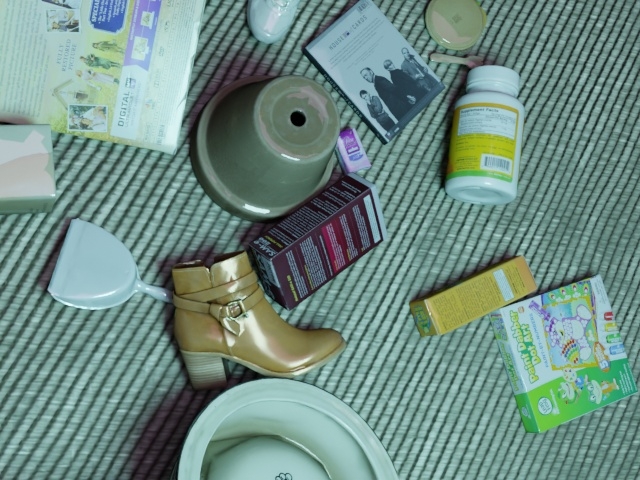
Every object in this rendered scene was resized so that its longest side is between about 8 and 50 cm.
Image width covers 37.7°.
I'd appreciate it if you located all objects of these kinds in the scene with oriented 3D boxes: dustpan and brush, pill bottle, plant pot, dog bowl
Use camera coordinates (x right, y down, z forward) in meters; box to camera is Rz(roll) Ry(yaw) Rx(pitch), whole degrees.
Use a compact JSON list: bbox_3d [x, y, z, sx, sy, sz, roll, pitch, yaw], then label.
[{"bbox_3d":[-0.332,0.063,1.567,0.211,0.060,0.147,17,63,-10],"label":"dustpan and brush"},{"bbox_3d":[0.319,-0.202,1.796,0.136,0.136,0.245,13,77,-18],"label":"pill bottle"},{"bbox_3d":[-0.075,-0.176,1.601,0.263,0.229,0.263,3,81,-19],"label":"plant pot"},{"bbox_3d":[-0.067,0.431,1.477,0.408,0.150,0.408,19,50,-24],"label":"dog bowl"}]

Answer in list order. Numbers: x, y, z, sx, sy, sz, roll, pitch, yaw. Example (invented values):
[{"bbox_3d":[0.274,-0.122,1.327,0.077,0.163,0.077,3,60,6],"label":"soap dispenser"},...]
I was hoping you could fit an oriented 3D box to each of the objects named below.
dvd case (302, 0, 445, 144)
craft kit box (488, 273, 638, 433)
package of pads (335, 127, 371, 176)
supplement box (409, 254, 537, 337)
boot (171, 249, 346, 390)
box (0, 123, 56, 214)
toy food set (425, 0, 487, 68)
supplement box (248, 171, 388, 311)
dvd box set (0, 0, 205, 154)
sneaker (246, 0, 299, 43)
[{"bbox_3d":[0.105,-0.328,1.798,0.179,0.029,0.238,-44,97,-20],"label":"dvd case"},{"bbox_3d":[0.474,0.217,1.829,0.247,0.061,0.249,-17,87,-19],"label":"craft kit box"},{"bbox_3d":[0.056,-0.165,1.751,0.050,0.032,0.083,-22,89,-24],"label":"package of pads"},{"bbox_3d":[0.287,0.105,1.766,0.233,0.078,0.080,-24,90,-22],"label":"supplement box"},{"bbox_3d":[-0.107,0.119,1.575,0.283,0.109,0.220,-9,101,-1],"label":"boot"},{"bbox_3d":[-0.576,-0.104,1.453,0.311,0.148,0.121,-4,83,-19],"label":"box"},{"bbox_3d":[0.270,-0.437,1.876,0.132,0.038,0.192,5,85,-12],"label":"toy food set"},{"bbox_3d":[0.000,0.000,1.650,0.239,0.073,0.130,-36,134,-22],"label":"supplement box"},{"bbox_3d":[-0.416,-0.328,1.535,0.420,0.062,0.307,8,101,-18],"label":"dvd box set"},{"bbox_3d":[-0.063,-0.471,1.713,0.090,0.115,0.232,25,74,-14],"label":"sneaker"}]
